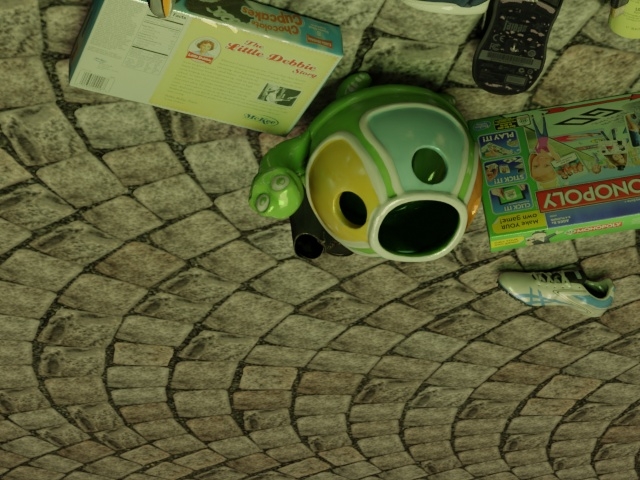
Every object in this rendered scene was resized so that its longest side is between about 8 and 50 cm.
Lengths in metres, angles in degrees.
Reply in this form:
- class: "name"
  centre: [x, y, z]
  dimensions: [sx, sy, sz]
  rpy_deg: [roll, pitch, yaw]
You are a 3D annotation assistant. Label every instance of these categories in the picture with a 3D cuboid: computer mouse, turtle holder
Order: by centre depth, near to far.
- class: "computer mouse"
  centre: [0.301, -0.300, 1.395]
  dimensions: [0.184, 0.060, 0.262]
  rpy_deg: [6, 137, 2]
- class: "turtle holder"
  centre: [0.082, -0.095, 1.492]
  dimensions: [0.320, 0.227, 0.243]
  rpy_deg: [25, 119, -31]

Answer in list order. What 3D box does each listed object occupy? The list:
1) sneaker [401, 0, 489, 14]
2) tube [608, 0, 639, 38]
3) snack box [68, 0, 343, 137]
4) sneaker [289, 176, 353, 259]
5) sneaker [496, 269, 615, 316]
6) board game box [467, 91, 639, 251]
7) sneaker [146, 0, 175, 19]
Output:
- class: "sneaker"
  centre: [0.214, -0.356, 1.230]
  dimensions: [0.322, 0.130, 0.236]
  rpy_deg: [-10, 167, 14]
- class: "tube"
  centre: [0.413, -0.359, 1.329]
  dimensions: [0.070, 0.062, 0.240]
  rpy_deg: [-32, 150, -24]
- class: "snack box"
  centre: [-0.152, -0.245, 1.420]
  dimensions: [0.321, 0.060, 0.187]
  rpy_deg: [12, 144, -24]
- class: "sneaker"
  centre: [0.000, 0.000, 1.768]
  dimensions: [0.083, 0.118, 0.222]
  rpy_deg: [-19, 145, 20]
- class: "sneaker"
  centre: [0.443, 0.085, 2.012]
  dimensions: [0.237, 0.085, 0.086]
  rpy_deg: [10, 118, -16]
- class: "board game box"
  centre: [0.390, -0.107, 1.570]
  dimensions: [0.317, 0.214, 0.046]
  rpy_deg: [-9, 147, 6]
- class: "sneaker"
  centre: [-0.211, -0.352, 1.224]
  dimensions: [0.083, 0.084, 0.215]
  rpy_deg: [-4, 131, 7]
